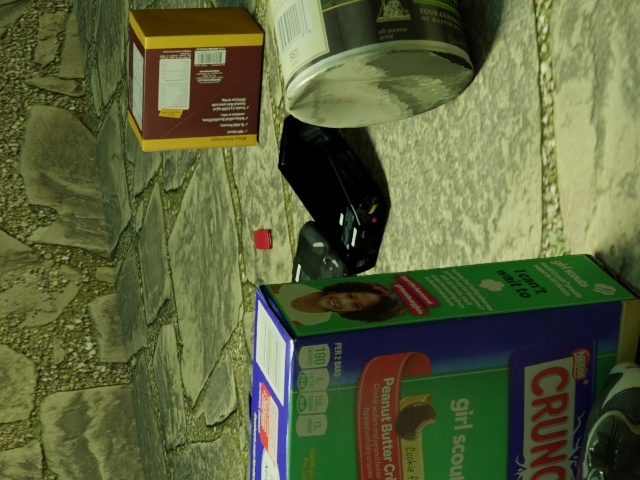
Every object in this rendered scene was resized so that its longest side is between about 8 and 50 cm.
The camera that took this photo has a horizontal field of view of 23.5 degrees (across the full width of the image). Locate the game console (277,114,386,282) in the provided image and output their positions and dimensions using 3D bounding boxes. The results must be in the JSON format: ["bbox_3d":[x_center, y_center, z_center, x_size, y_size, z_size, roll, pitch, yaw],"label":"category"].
[{"bbox_3d":[0.000,0.000,2.066,0.213,0.044,0.361,56,151,34],"label":"game console"}]

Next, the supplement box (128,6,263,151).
[{"bbox_3d":[-0.202,-0.259,2.454,0.129,0.191,0.194,-122,33,-57],"label":"supplement box"}]

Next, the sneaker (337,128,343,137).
[{"bbox_3d":[0.007,-0.113,2.075,0.069,0.038,0.098,159,106,-72],"label":"sneaker"}]

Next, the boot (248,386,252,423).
[{"bbox_3d":[-0.063,0.289,2.295,0.082,0.106,0.219,-117,28,-52],"label":"boot"}]

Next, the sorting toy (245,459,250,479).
[{"bbox_3d":[-0.091,0.459,2.382,0.347,0.047,0.196,-97,-13,-78],"label":"sorting toy"}]

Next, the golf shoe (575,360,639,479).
[{"bbox_3d":[0.259,0.234,1.298,0.120,0.105,0.272,-80,-5,-61],"label":"golf shoe"}]

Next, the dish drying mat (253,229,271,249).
[{"bbox_3d":[-0.093,-0.001,2.483,0.083,0.008,0.032,179,85,-72],"label":"dish drying mat"}]

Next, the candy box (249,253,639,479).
[{"bbox_3d":[0.106,0.162,1.355,0.122,0.317,0.268,-128,36,-58],"label":"candy box"}]

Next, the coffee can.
[{"bbox_3d":[0.040,-0.284,1.645,0.201,0.202,0.275,130,133,-66],"label":"coffee can"}]
